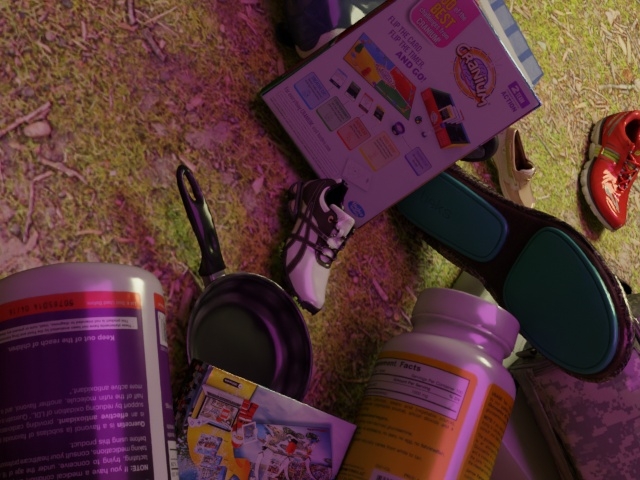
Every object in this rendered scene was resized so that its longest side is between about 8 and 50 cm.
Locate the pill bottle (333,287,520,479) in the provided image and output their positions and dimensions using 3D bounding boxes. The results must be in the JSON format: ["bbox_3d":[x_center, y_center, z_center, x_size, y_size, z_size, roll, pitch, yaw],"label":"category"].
[{"bbox_3d":[0.140,0.240,1.256,0.188,0.188,0.334,33,69,-30],"label":"pill bottle"}]

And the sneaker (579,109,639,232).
[{"bbox_3d":[0.589,-0.149,1.910,0.107,0.118,0.279,32,55,-30],"label":"sneaker"}]

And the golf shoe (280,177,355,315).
[{"bbox_3d":[0.000,0.000,1.308,0.077,0.093,0.198,32,49,-51],"label":"golf shoe"}]

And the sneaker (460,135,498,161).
[{"bbox_3d":[0.193,-0.196,1.513,0.132,0.228,0.086,-23,134,-54],"label":"sneaker"}]

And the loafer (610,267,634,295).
[{"bbox_3d":[0.531,0.102,1.790,0.267,0.084,0.096,37,53,-28],"label":"loafer"}]

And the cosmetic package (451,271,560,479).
[{"bbox_3d":[0.318,0.238,1.537,0.377,0.097,0.284,53,50,-15],"label":"cosmetic package"}]

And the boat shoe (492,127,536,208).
[{"bbox_3d":[0.346,-0.121,1.702,0.063,0.059,0.170,-49,121,-42],"label":"boat shoe"}]

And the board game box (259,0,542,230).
[{"bbox_3d":[0.111,-0.201,1.365,0.242,0.316,0.064,54,8,-15],"label":"board game box"}]

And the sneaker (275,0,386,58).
[{"bbox_3d":[0.070,-0.339,1.502,0.322,0.130,0.236,-24,100,-48],"label":"sneaker"}]

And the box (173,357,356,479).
[{"bbox_3d":[-0.081,0.254,1.153,0.233,0.044,0.159,29,81,-33],"label":"box"}]

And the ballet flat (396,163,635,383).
[{"bbox_3d":[0.301,0.028,1.401,0.182,0.164,0.483,13,23,-43],"label":"ballet flat"}]

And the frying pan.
[{"bbox_3d":[-0.130,0.090,1.198,0.326,0.053,0.197,51,48,-17],"label":"frying pan"}]

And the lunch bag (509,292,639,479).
[{"bbox_3d":[0.431,0.259,1.435,0.256,0.212,0.305,-24,92,-27],"label":"lunch bag"}]

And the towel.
[{"bbox_3d":[0.297,-0.326,1.761,0.285,0.034,0.209,-41,104,-44],"label":"towel"}]

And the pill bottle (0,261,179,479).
[{"bbox_3d":[-0.236,0.193,0.972,0.181,0.181,0.323,6,71,-42],"label":"pill bottle"}]
